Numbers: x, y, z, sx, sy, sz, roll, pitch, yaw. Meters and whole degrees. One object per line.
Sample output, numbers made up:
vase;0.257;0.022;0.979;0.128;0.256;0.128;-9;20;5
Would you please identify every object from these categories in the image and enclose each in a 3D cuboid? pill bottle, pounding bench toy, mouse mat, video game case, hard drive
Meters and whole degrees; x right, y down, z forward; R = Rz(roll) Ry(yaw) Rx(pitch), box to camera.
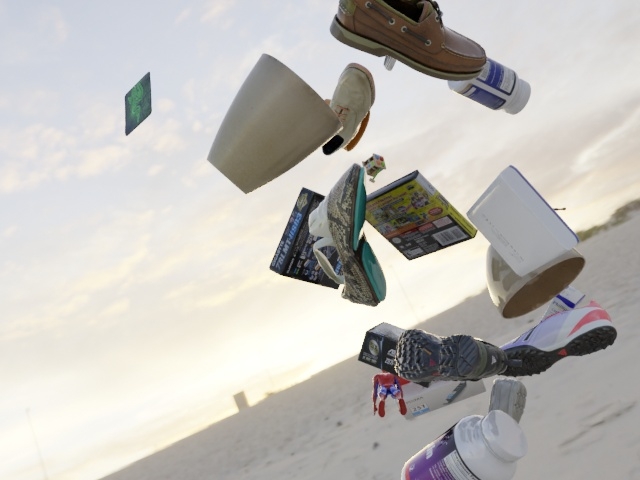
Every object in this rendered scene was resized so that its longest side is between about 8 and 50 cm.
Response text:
pill bottle;0.580;-0.535;2.327;0.264;0.153;0.153;19;-37;-23
pounding bench toy;0.187;-0.243;2.304;0.052;0.083;0.065;13;-35;-41
mouse mat;-0.606;-0.454;2.255;0.152;0.190;0.007;-32;-37;33
pill bottle;0.361;0.561;1.705;0.181;0.181;0.323;-6;-36;-48
video game case;0.258;-0.061;1.896;0.275;0.248;0.035;-25;28;53
hard drive;0.444;-0.033;1.541;0.040;0.210;0.319;-38;-10;-9

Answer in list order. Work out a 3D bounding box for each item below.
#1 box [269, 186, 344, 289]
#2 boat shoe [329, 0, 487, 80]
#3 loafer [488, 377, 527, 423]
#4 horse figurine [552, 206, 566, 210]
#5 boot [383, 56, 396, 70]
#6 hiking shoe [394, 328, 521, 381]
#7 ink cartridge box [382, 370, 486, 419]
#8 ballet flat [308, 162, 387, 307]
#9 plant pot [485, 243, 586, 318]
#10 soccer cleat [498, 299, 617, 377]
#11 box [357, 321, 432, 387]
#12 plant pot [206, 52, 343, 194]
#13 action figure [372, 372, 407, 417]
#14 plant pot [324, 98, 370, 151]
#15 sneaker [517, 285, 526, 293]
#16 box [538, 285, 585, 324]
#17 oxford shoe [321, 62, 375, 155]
box;0.000;0.000;2.275;0.293;0.073;0.295;17;-83;-48
boat shoe;0.174;-0.366;1.192;0.307;0.111;0.104;8;-47;-23
loafer;0.556;0.586;2.128;0.111;0.319;0.112;0;-29;45
horse figurine;0.814;-0.098;2.625;0.263;0.066;0.174;-4;-1;-11
boot;0.172;-0.536;1.761;0.086;0.069;0.190;13;-52;-3
hiking shoe;0.204;0.190;1.065;0.114;0.086;0.227;17;-11;-23
ink cartridge box;0.377;0.464;2.248;0.296;0.066;0.261;-23;-46;7
ballet flat;0.062;0.004;1.844;0.182;0.164;0.483;1;-47;17
plant pot;0.595;0.068;1.988;0.284;0.191;0.284;-23;-30;-14
soccer cleat;0.566;0.248;1.701;0.318;0.116;0.109;-23;-54;15
box;0.200;0.267;1.616;0.147;0.180;0.077;-6;-67;-68
plant pot;-0.131;-0.249;1.607;0.274;0.256;0.256;-49;-17;-1
action figure;0.197;0.469;1.962;0.091;0.139;0.280;-4;9;2
plant pot;0.083;-0.512;2.911;0.205;0.188;0.205;-54;-16;-23
sneaker;0.615;0.112;2.149;0.074;0.170;0.063;4;-37;-26
box;0.807;0.233;2.270;0.126;0.072;0.137;-19;-45;-53
oxford shoe;0.088;-0.434;2.331;0.146;0.140;0.397;-58;-10;-31
